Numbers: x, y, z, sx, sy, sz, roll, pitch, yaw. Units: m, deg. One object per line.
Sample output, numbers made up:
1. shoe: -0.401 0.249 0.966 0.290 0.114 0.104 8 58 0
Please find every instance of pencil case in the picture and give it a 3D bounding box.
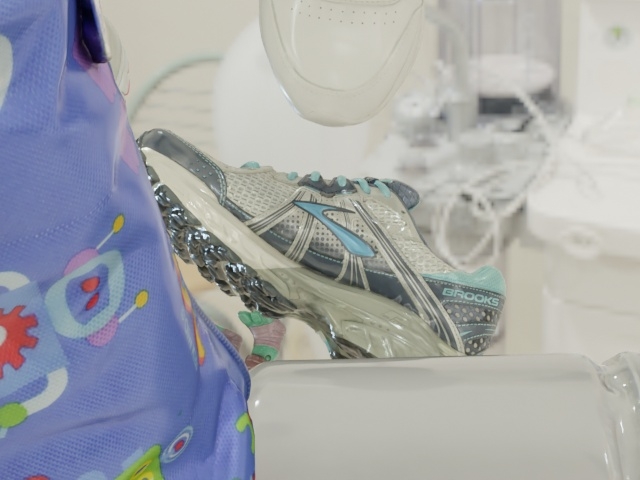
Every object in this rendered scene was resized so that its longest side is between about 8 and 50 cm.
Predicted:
1. pencil case: -0.100 0.008 0.455 0.133 0.306 0.119 -24 50 -7

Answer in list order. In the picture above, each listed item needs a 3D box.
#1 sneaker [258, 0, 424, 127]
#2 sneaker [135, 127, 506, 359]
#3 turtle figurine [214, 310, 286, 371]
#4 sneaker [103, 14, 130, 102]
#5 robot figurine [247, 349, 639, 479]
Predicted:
1. sneaker: 0.015 -0.227 0.936 0.114 0.305 0.152 6 -9 9
2. sneaker: 0.000 0.000 1.013 0.283 0.110 0.122 35 73 -3
3. turtle figurine: -0.105 0.195 1.569 0.175 0.118 0.234 -6 57 28
4. sneaker: -0.228 -0.106 1.074 0.103 0.111 0.252 -4 38 30
5. robot figurine: 0.074 0.155 0.704 0.353 0.200 0.300 -2 -5 4
